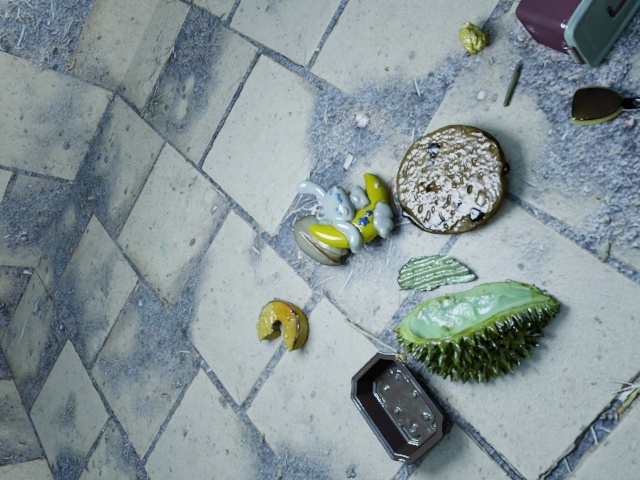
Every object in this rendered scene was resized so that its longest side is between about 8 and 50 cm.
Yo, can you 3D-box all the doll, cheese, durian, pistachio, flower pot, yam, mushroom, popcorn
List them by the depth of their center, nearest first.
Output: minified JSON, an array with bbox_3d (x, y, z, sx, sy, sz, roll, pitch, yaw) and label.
[{"bbox_3d":[0.629,-0.293,1.085,0.163,0.036,0.086,7,84,37],"label":"cheese"},{"bbox_3d":[0.359,0.215,1.181,0.394,0.163,0.198,-26,29,26],"label":"durian"},{"bbox_3d":[0.466,-0.377,1.233,0.014,0.014,0.107,20,94,37],"label":"yam"},{"bbox_3d":[0.200,0.405,1.254,0.179,0.084,0.251,-49,59,19],"label":"flower pot"},{"bbox_3d":[0.384,-0.504,1.286,0.084,0.084,0.084,-7,78,35],"label":"popcorn"},{"bbox_3d":[0.137,0.252,1.306,0.026,0.028,0.286,-38,23,-14],"label":"mushroom"},{"bbox_3d":[0.073,-0.084,1.379,0.237,0.111,0.252,-18,67,5],"label":"doll"},{"bbox_3d":[0.000,0.000,1.445,0.185,0.124,0.124,38,105,28],"label":"pistachio"}]

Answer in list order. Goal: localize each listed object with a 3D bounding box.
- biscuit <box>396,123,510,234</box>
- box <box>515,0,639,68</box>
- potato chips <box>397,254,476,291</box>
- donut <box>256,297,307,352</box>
[{"bbox_3d":[0.324,-0.148,1.261,0.296,0.075,0.295,-2,86,37],"label":"biscuit"},{"bbox_3d":[0.574,-0.543,1.081,0.167,0.193,0.294,45,109,42],"label":"box"},{"bbox_3d":[0.285,0.077,1.279,0.208,0.028,0.091,-15,75,36],"label":"potato chips"},{"bbox_3d":[-0.109,0.248,1.516,0.181,0.078,0.146,6,85,43],"label":"donut"}]
